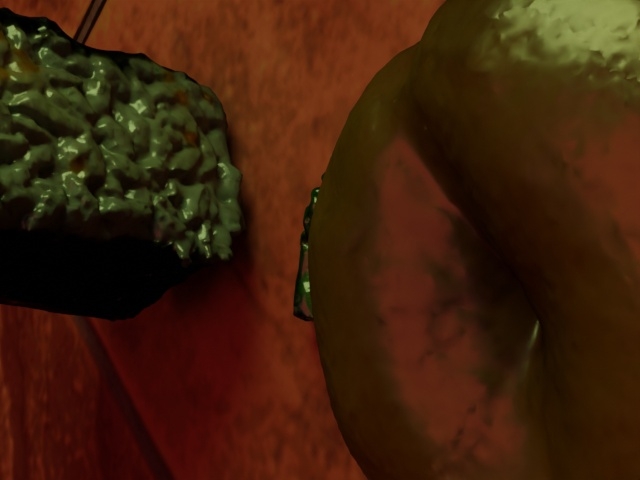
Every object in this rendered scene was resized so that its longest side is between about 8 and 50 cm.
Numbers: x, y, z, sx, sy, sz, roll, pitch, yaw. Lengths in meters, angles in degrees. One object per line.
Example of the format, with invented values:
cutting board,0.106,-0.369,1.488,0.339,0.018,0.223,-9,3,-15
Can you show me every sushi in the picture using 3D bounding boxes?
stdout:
sushi,-0.152,-0.039,0.837,0.126,0.225,0.136,-38,50,45

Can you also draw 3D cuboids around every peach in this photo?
peach,0.099,0.017,0.580,0.251,0.153,0.251,-13,75,56

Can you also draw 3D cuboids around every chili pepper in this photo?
chili pepper,0.000,0.000,0.808,0.027,0.022,0.083,-119,39,-82
